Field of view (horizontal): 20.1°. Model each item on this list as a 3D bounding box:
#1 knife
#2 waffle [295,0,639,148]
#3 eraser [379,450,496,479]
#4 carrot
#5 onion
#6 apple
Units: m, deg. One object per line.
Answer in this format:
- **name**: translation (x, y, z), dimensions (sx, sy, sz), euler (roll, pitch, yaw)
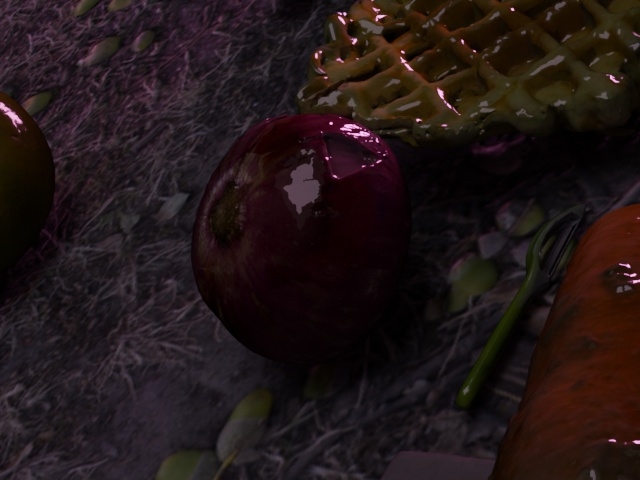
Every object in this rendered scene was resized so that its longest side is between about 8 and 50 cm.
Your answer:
- **knife**: translation (0.132, 0.039, 1.191), dimensions (0.026, 0.022, 0.184), euler (19, 57, 22)
- **waffle**: translation (0.140, -0.159, 1.352), dimensions (0.297, 0.073, 0.317), euler (-2, 39, 26)
- **eraser**: translation (0.129, 0.184, 0.957), dimensions (0.352, 0.077, 0.111), euler (0, 48, 43)
- **carrot**: translation (0.147, 0.108, 0.857), dimensions (0.138, 0.139, 0.302), euler (-20, 29, 23)
- **onion**: translation (-0.009, -0.001, 1.248), dimensions (0.177, 0.153, 0.177), euler (-58, 11, 18)
- **apple**: translation (-0.330, -0.047, 1.569), dimensions (0.196, 0.196, 0.157), euler (-54, 7, -25)
